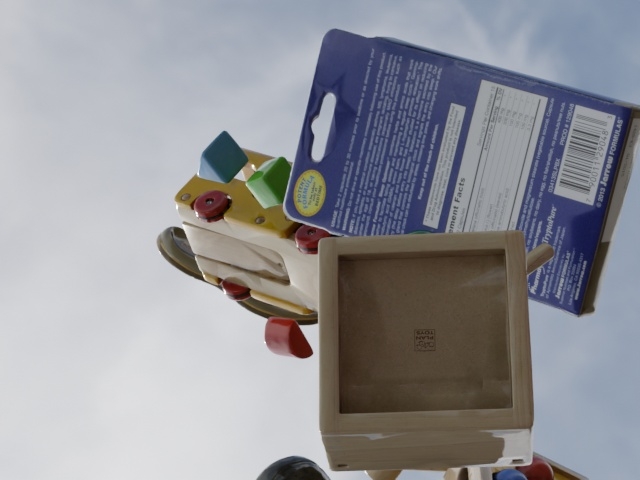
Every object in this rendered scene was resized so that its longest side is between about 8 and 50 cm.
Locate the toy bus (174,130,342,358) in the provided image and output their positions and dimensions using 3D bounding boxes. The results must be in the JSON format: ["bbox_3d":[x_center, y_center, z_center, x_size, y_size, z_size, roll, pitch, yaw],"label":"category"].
[{"bbox_3d":[-0.011,-0.007,1.477,0.202,0.191,0.104,44,-121,-5],"label":"toy bus"}]

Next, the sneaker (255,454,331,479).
[{"bbox_3d":[0.039,0.306,1.492,0.106,0.162,0.281,-20,-78,-35],"label":"sneaker"}]

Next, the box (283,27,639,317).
[{"bbox_3d":[0.089,-0.049,1.232,0.036,0.225,0.136,-7,-67,-60],"label":"box"}]

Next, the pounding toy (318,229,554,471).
[{"bbox_3d":[0.067,0.051,1.038,0.100,0.130,0.141,79,-170,-66],"label":"pounding toy"}]

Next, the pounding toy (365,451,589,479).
[{"bbox_3d":[0.151,0.226,1.793,0.206,0.181,0.094,26,-69,-9],"label":"pounding toy"}]

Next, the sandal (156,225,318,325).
[{"bbox_3d":[-0.068,0.028,1.802,0.180,0.072,0.049,29,-71,-8],"label":"sandal"}]
